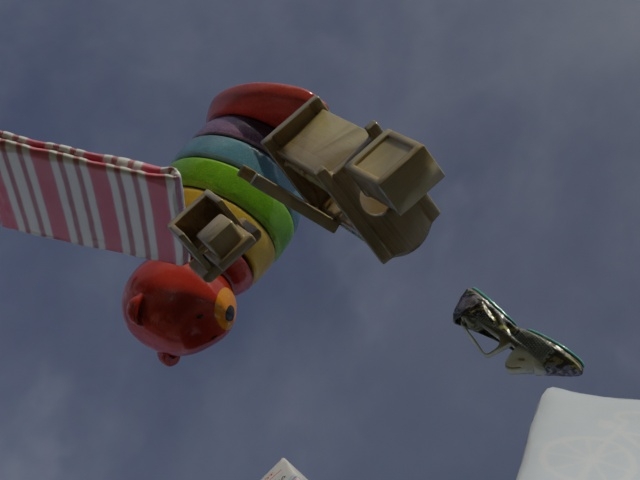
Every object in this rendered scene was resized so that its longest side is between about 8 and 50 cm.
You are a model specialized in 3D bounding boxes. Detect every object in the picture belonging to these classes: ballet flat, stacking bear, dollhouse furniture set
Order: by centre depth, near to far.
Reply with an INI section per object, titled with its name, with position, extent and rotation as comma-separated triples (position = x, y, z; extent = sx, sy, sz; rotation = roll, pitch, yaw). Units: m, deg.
[dollhouse furniture set]
position = 0.000, 0.000, 0.939
extent = 0.161, 0.182, 0.101
rotation = -42, -62, -7
[ballet flat]
position = 0.145, 0.079, 0.987
extent = 0.114, 0.041, 0.041
rotation = 35, -72, 32
[stacking bear]
position = -0.107, -0.007, 1.366
extent = 0.164, 0.289, 0.175
rotation = 13, -33, 24

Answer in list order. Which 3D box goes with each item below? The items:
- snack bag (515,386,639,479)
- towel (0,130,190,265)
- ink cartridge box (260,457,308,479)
[snack bag]
position = 0.219, 0.166, 0.550
extent = 0.323, 0.342, 0.037
rotation = 5, -66, 14
[towel]
position = -0.214, -0.042, 1.191
extent = 0.197, 0.144, 0.029
rotation = 12, -121, 5
[ink cartridge box]
position = -0.046, 0.301, 1.350
extent = 0.115, 0.198, 0.067
rotation = -44, -76, -4
